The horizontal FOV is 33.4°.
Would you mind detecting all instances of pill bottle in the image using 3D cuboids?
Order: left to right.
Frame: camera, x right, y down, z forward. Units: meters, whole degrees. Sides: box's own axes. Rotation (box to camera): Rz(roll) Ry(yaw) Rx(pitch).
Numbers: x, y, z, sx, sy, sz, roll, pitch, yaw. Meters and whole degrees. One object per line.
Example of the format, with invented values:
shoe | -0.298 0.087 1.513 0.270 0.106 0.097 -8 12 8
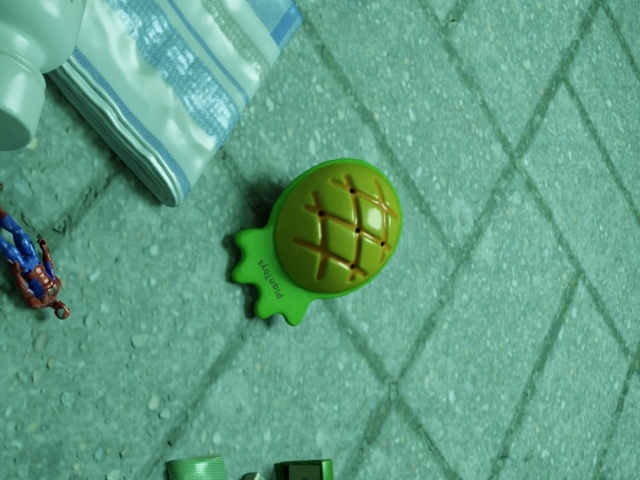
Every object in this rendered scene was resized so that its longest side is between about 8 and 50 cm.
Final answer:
pill bottle | -0.232 -0.188 0.762 0.131 0.131 0.229 26 64 -42

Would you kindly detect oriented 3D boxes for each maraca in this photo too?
maraca | 0.000 0.000 1.016 0.185 0.099 0.127 -37 104 -18

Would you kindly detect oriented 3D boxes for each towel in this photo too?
towel | -0.125 -0.193 0.955 0.209 0.034 0.285 53 48 -29

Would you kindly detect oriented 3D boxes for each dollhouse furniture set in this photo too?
dollhouse furniture set | -0.058 0.223 0.933 0.151 0.058 0.076 4 80 -48

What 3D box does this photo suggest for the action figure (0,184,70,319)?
action figure | -0.225 0.014 0.812 0.115 0.030 0.038 62 40 -23
